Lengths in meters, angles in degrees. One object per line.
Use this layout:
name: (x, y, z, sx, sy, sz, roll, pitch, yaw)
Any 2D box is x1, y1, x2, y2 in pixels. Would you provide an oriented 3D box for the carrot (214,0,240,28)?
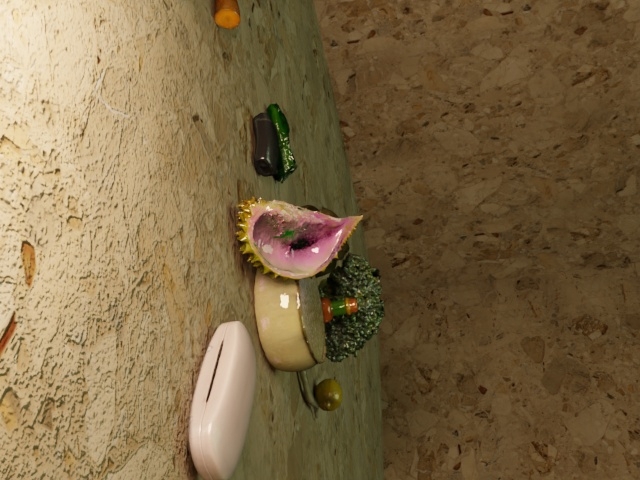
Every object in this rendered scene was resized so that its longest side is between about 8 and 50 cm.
carrot: (-0.211, -0.569, 1.612, 0.057, 0.057, 0.224, 63, 18, -64)

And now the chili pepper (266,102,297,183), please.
chili pepper: (-0.104, -0.262, 1.976, 0.108, 0.062, 0.216, -25, 106, -87)

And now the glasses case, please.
glasses case: (-0.151, 0.246, 1.165, 0.297, 0.075, 0.113, -85, 163, -59)

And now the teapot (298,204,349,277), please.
teapot: (0.000, 0.000, 1.884, 0.267, 0.175, 0.186, 30, 46, -61)

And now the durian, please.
durian: (-0.070, 0.003, 1.543, 0.153, 0.260, 0.187, -33, -140, 52)

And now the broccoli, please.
broccoli: (0.042, 0.176, 2.023, 0.248, 0.245, 0.288, 38, 81, -36)

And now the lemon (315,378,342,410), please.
lemon: (0.024, 0.441, 2.088, 0.111, 0.082, 0.082, -94, 173, -67)

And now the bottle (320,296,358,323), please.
bottle: (0.001, 0.174, 1.832, 0.069, 0.187, 0.069, -9, 90, -83)

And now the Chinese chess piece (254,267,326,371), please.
Chinese chess piece: (-0.065, 0.162, 1.669, 0.270, 0.112, 0.270, -9, 90, -81)

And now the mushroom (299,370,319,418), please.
mushroom: (-0.036, 0.365, 1.934, 0.068, 0.043, 0.306, -41, 128, -49)

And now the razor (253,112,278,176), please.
razor: (-0.132, -0.230, 1.778, 0.090, 0.054, 0.148, 60, 23, -58)
